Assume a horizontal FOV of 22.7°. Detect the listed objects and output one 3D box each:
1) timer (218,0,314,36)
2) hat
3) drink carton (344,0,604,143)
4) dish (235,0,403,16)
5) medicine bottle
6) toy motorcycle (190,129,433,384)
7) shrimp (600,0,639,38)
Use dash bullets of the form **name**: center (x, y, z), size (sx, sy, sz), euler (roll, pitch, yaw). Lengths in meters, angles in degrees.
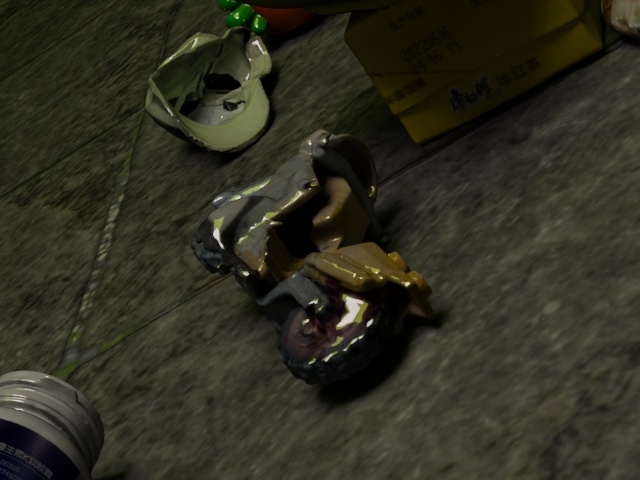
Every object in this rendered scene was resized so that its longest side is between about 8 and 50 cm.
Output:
- **timer**: center (-0.047, -0.243, 1.499), size (0.136, 0.099, 0.136), euler (-36, 10, 7)
- **hat**: center (-0.091, -0.119, 1.384), size (0.122, 0.081, 0.166), euler (-3, 32, -18)
- **drink carton**: center (0.127, -0.224, 1.196), size (0.154, 0.111, 0.351), euler (-27, 25, 26)
- **dish**: center (0.020, -0.221, 1.064), size (0.262, 0.108, 0.221), euler (-8, 39, 51)
- **medicine bottle**: center (-0.194, 0.165, 0.907), size (0.107, 0.107, 0.191), euler (-23, 26, 32)
- **toy motorcycle**: center (0.000, 0.000, 0.966), size (0.130, 0.094, 0.229), euler (-35, 31, -6)
- **shrimp**: center (0.330, -0.242, 0.991), size (0.365, 0.071, 0.233), euler (-33, 17, 25)
